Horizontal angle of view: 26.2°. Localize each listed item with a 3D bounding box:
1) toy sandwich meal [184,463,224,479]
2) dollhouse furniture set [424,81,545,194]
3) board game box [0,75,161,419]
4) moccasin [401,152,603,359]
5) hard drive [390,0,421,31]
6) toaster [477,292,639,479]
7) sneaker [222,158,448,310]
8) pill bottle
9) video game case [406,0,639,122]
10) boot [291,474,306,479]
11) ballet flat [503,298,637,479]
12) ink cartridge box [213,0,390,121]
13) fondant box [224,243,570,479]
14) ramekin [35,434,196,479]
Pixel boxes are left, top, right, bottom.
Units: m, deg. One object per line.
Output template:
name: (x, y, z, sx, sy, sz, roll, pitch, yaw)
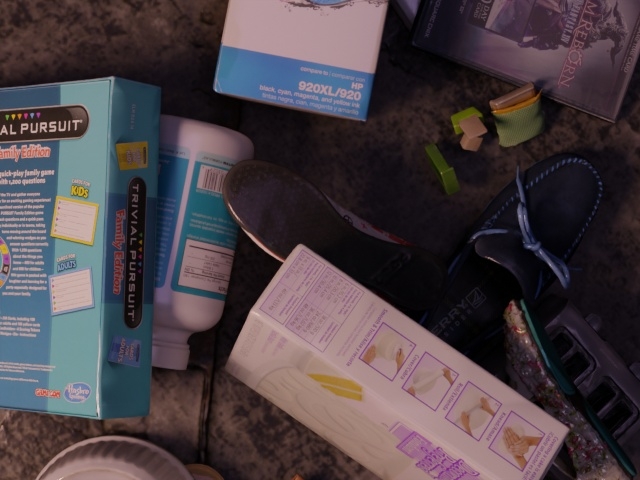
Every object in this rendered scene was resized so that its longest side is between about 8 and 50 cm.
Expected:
toy sandwich meal: (-0.142, 0.293, 1.545, 0.086, 0.029, 0.085, 1, 80, -5)
dollhouse furniture set: (0.199, -0.115, 1.580, 0.152, 0.058, 0.076, -25, 133, -2)
board game box: (-0.288, 0.008, 1.433, 0.254, 0.079, 0.336, 0, 87, 35)
moccasin: (0.213, 0.044, 1.561, 0.138, 0.117, 0.342, 39, 83, -6)
hard drive: (0.117, -0.403, 1.603, 0.203, 0.040, 0.307, -35, 94, -8)
toaster: (0.267, 0.175, 1.569, 0.186, 0.110, 0.168, -42, 93, -8)
sneaker: (0.000, 0.001, 1.510, 0.270, 0.145, 0.090, 27, 82, -13)
pill bottle: (-0.165, 0.003, 1.491, 0.146, 0.146, 0.264, 12, 86, -8)
video game case: (0.255, -0.272, 1.594, 0.274, 0.026, 0.196, 18, 93, -16)
boot: (0.028, 0.316, 1.549, 0.197, 0.073, 0.152, -44, 90, -10)
ballet flat: (0.248, 0.179, 1.472, 0.077, 0.091, 0.241, -33, 89, 14)
ink cartridge box: (-0.013, -0.258, 1.492, 0.168, 0.171, 0.232, 11, 95, -3)
fondant box: (0.069, 0.165, 1.446, 0.330, 0.238, 0.096, 34, 68, 2)
ramekin: (-0.227, 0.317, 1.472, 0.207, 0.109, 0.207, 0, 89, 2)
